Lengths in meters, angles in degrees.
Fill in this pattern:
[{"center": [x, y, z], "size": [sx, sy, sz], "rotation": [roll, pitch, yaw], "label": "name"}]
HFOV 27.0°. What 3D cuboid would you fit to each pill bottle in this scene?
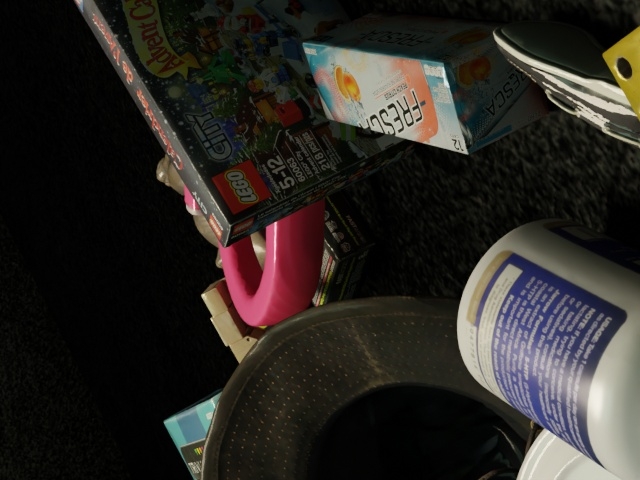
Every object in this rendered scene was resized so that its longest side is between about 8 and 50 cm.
[{"center": [0.167, 0.066, 0.703], "size": [0.186, 0.112, 0.112], "rotation": [33, 145, 56], "label": "pill bottle"}]

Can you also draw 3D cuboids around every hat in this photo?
[{"center": [0.092, 0.162, 0.926], "size": [0.331, 0.331, 0.134], "rotation": [68, -158, -13], "label": "hat"}]

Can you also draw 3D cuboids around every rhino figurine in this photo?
[{"center": [-0.064, 0.002, 1.266], "size": [0.243, 0.073, 0.106], "rotation": [53, 164, 1], "label": "rhino figurine"}]

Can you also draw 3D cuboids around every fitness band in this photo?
[{"center": [-0.059, -0.072, 1.097], "size": [0.209, 0.054, 0.291], "rotation": [-142, 47, -59], "label": "fitness band"}]

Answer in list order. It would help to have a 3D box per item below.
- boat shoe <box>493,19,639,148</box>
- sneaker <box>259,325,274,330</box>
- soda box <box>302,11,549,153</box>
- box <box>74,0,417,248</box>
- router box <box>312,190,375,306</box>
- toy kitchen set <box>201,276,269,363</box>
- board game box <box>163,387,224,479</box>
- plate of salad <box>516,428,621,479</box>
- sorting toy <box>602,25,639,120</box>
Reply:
[{"center": [0.138, -0.082, 0.693], "size": [0.125, 0.046, 0.038], "rotation": [31, 139, 43], "label": "boat shoe"}, {"center": [-0.029, 0.123, 1.344], "size": [0.082, 0.069, 0.209], "rotation": [49, 175, -27], "label": "sneaker"}, {"center": [0.060, -0.102, 0.831], "size": [0.183, 0.063, 0.058], "rotation": [23, 135, 61], "label": "soda box"}, {"center": [-0.056, -0.130, 0.947], "size": [0.233, 0.159, 0.044], "rotation": [58, 160, 14], "label": "box"}, {"center": [0.000, 0.000, 1.154], "size": [0.092, 0.038, 0.122], "rotation": [58, 160, 19], "label": "router box"}, {"center": [-0.051, 0.061, 1.208], "size": [0.083, 0.075, 0.068], "rotation": [61, -164, -8], "label": "toy kitchen set"}, {"center": [-0.023, 0.296, 1.294], "size": [0.336, 0.079, 0.254], "rotation": [61, 160, 3], "label": "board game box"}, {"center": [0.197, 0.185, 0.780], "size": [0.199, 0.048, 0.200], "rotation": [2, 94, 45], "label": "plate of salad"}, {"center": [0.226, -0.017, 0.546], "size": [0.274, 0.046, 0.132], "rotation": [53, 158, 26], "label": "sorting toy"}]
